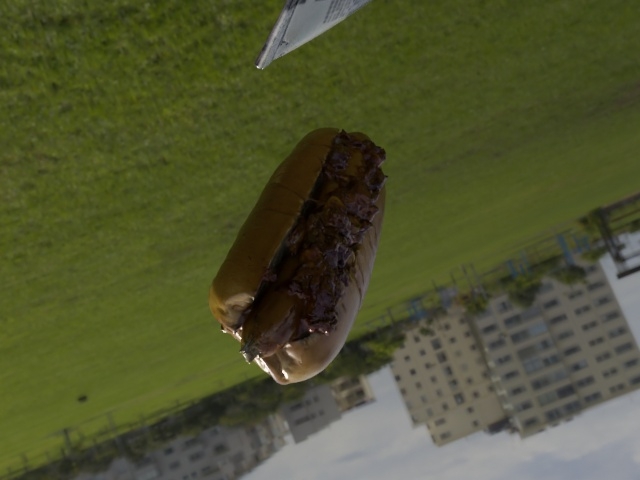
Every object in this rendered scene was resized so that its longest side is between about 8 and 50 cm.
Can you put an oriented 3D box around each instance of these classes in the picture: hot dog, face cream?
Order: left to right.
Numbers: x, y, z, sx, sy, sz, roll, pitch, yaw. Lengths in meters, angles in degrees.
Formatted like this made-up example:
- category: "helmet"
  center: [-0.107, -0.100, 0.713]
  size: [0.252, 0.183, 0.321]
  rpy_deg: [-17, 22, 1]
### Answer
- category: "hot dog"
  center: [0.000, 0.000, 0.598]
  size: [0.076, 0.102, 0.249]
  rpy_deg: [-25, -156, 33]
- category: "face cream"
  center: [0.036, -0.187, 0.569]
  size: [0.243, 0.058, 0.092]
  rpy_deg: [-49, 172, -48]
